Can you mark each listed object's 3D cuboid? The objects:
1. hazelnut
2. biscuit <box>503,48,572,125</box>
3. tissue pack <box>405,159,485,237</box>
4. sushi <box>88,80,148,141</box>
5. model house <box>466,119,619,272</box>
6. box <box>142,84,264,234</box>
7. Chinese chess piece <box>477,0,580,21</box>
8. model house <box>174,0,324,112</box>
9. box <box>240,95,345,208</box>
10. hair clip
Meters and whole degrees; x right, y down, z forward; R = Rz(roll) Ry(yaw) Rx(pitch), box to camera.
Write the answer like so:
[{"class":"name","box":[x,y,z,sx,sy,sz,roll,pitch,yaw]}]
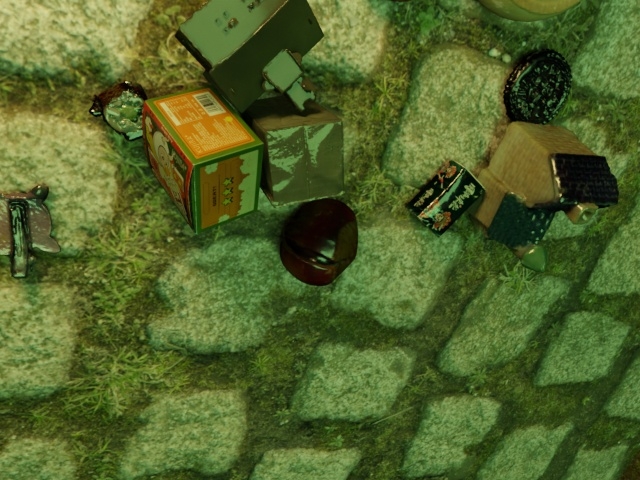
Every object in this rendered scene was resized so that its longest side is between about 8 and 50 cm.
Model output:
[{"class":"hazelnut","box":[0.000,0.000,1.231,0.178,0.178,0.204,13,106,-27]},{"class":"biscuit","box":[0.532,-0.370,1.301,0.194,0.053,0.194,-10,120,-17]},{"class":"tissue pack","box":[0.312,-0.106,1.330,0.103,0.090,0.170,38,98,-30]},{"class":"sushi","box":[-0.366,-0.242,0.993,0.098,0.084,0.094,-29,130,-3]},{"class":"model house","box":[0.545,-0.095,1.299,0.243,0.284,0.298,3,125,-19]},{"class":"box","box":[-0.220,-0.151,0.987,0.148,0.195,0.177,-24,148,-29]},{"class":"Chinese chess piece","box":[0.441,-0.626,1.077,0.338,0.140,0.338,-10,119,-18]},{"class":"model house","box":[-0.107,-0.341,0.964,0.211,0.204,0.243,-43,113,1]},{"class":"box","box":[-0.064,-0.186,1.055,0.155,0.231,0.149,-12,120,-15]},{"class":"hair clip","box":[-0.600,-0.018,1.045,0.146,0.056,0.187,-5,109,-18]}]
